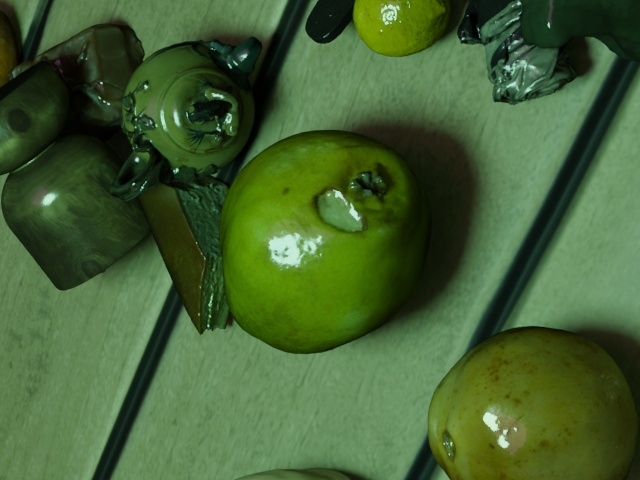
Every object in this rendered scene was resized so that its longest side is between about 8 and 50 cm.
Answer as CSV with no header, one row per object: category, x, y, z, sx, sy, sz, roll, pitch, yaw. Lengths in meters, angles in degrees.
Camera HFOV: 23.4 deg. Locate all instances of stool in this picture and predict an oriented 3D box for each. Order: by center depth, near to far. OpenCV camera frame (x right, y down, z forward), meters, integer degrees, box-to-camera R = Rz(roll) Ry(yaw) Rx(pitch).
stool,-0.362,-0.086,2.086,0.179,0.179,0.264,-24,109,37

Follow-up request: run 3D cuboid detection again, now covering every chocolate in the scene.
chocolate,-0.345,-0.213,2.186,0.214,0.093,0.148,-24,80,37

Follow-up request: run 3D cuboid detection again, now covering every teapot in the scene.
teapot,-0.170,-0.156,1.975,0.269,0.173,0.182,-50,18,-9

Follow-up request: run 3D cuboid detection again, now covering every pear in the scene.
pear,0.000,0.000,1.834,0.269,0.269,0.321,60,142,19

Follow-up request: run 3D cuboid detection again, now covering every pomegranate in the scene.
pomegranate,0.231,0.205,1.679,0.233,0.233,0.233,3,95,38

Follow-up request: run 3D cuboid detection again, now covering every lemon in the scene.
lemon,0.094,-0.271,1.826,0.133,0.109,0.109,-7,89,39

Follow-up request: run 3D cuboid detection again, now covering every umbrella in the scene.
umbrella,0.196,-0.327,1.745,0.113,0.106,0.358,-19,81,43

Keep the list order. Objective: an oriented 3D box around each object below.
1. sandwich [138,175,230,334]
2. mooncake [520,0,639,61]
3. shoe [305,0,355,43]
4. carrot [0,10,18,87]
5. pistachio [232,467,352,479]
sandwich,-0.166,-0.008,2.058,0.096,0.094,0.258,-35,73,39
mooncake,0.295,-0.252,1.636,0.168,0.175,0.104,-57,14,-15
shoe,0.052,-0.312,1.893,0.071,0.049,0.179,37,92,42
carrot,-0.512,-0.236,2.297,0.159,0.159,0.225,27,98,34
pistachio,-0.066,0.392,1.941,0.309,0.230,0.230,-20,80,42
